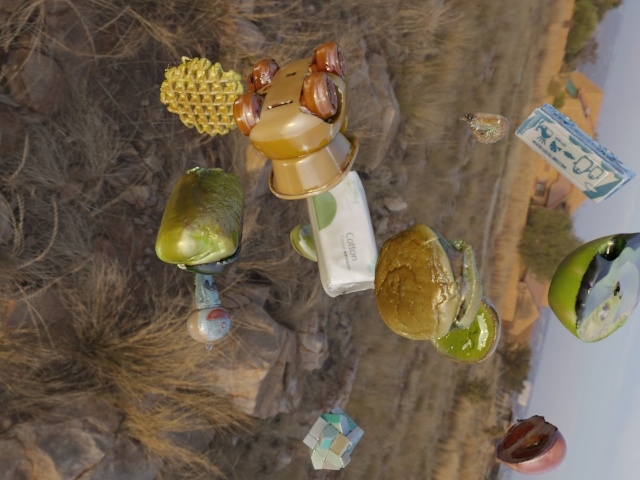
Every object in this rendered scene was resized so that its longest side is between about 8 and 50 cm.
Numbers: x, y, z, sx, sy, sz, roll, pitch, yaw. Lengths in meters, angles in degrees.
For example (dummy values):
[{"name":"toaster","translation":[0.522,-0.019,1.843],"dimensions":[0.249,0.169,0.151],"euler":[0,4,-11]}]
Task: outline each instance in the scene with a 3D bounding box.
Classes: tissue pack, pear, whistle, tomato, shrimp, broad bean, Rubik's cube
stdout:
[{"name":"tissue pack","translation":[0.074,-0.009,1.364],"dimensions":[0.266,0.194,0.356],"euler":[77,3,-76]},{"name":"pear","translation":[0.922,0.143,1.426],"dimensions":[0.399,0.165,0.398],"euler":[-12,114,-28]},{"name":"whistle","translation":[-0.472,0.287,1.785],"dimensions":[0.189,0.189,0.347],"euler":[12,69,-61]},{"name":"tomato","translation":[0.649,0.645,1.279],"dimensions":[0.199,0.112,0.228],"euler":[-37,172,5]},{"name":"shrimp","translation":[0.516,-0.363,1.338],"dimensions":[0.041,0.180,0.099],"euler":[-99,-155,-45]},{"name":"broad bean","translation":[0.000,0.000,1.823],"dimensions":[0.121,0.263,0.188],"euler":[111,-20,-73]},{"name":"Rubik's cube","translation":[0.058,0.906,1.899],"dimensions":[0.213,0.224,0.265],"euler":[-10,129,-54]}]

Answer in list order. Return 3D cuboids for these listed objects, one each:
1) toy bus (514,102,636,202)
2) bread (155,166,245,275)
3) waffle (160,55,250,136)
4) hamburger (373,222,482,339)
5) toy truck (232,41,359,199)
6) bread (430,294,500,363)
[{"name":"toy bus","translation":[0.666,-0.234,1.114],"dimensions":[0.131,0.297,0.106],"euler":[-21,153,-43]},{"name":"bread","translation":[-0.360,-0.069,1.322],"dimensions":[0.376,0.251,0.208],"euler":[-93,-157,-48]},{"name":"waffle","translation":[-0.390,-0.484,1.433],"dimensions":[0.329,0.330,0.062],"euler":[65,29,-49]},{"name":"hamburger","translation":[0.232,0.097,0.990],"dimensions":[0.285,0.135,0.265],"euler":[134,-42,-58]},{"name":"toy truck","translation":[-0.040,-0.245,0.846],"dimensions":[0.287,0.205,0.211],"euler":[-80,154,-44]},{"name":"bread","translation":[0.430,0.256,1.279],"dimensions":[0.070,0.236,0.235],"euler":[-3,104,-53]}]
